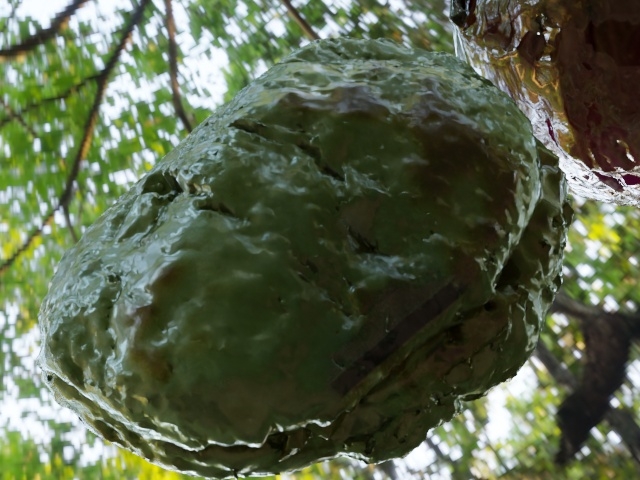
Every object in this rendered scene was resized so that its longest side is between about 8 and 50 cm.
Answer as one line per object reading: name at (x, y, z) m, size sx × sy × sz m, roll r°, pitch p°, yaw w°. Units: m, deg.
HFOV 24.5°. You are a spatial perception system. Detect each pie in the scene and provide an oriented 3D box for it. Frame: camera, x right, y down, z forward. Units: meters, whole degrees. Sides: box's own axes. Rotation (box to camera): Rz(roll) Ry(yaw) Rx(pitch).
pie at (0.000, 0.000, 0.644) m, size 0.248 × 0.201 × 0.090 m, roll -47°, pitch -27°, yaw -28°

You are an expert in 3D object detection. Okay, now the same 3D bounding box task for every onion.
onion at (0.273, -0.133, 1.060) m, size 0.348 × 0.348 × 0.385 m, roll -32°, pitch -64°, yaw 0°
